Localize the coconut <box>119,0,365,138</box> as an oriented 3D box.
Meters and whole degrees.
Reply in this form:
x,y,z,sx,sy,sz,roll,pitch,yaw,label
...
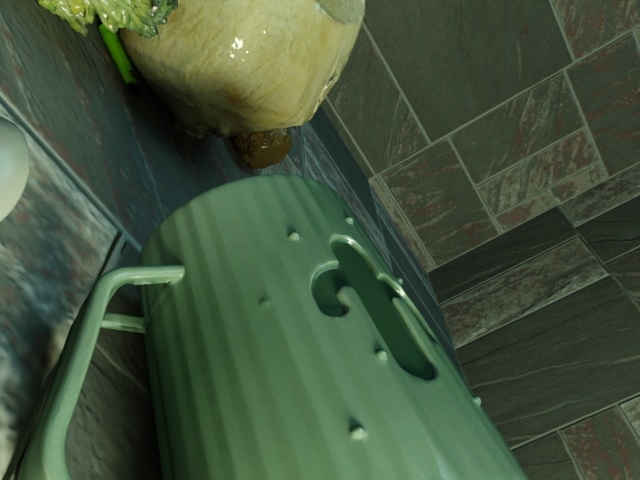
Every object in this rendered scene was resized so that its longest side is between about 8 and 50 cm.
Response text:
x,y,z,sx,sy,sz,roll,pitch,yaw,label
-0.147,-0.342,1.061,0.405,0.404,0.404,56,14,-22,coconut

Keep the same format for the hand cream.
x,y,z,sx,sy,sz,roll,pitch,yaw,label
-0.318,-0.287,0.993,0.122,0.023,0.036,65,10,1,hand cream

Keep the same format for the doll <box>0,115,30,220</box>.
x,y,z,sx,sy,sz,roll,pitch,yaw,label
-0.272,-0.034,0.412,0.195,0.153,0.258,-152,-130,-62,doll

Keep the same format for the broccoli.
x,y,z,sx,sy,sz,roll,pitch,yaw,label
-0.320,-0.404,0.808,0.288,0.248,0.245,19,8,21,broccoli

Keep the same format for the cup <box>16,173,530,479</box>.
x,y,z,sx,sy,sz,roll,pitch,yaw,label
-0.034,0.142,0.579,0.401,0.310,0.392,45,15,-54,cup

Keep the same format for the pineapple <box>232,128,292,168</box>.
x,y,z,sx,sy,sz,roll,pitch,yaw,label
-0.163,-0.277,1.357,0.248,0.128,0.128,60,12,18,pineapple
